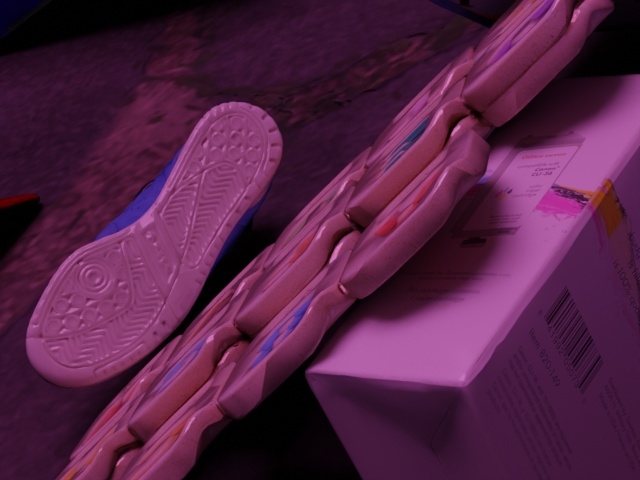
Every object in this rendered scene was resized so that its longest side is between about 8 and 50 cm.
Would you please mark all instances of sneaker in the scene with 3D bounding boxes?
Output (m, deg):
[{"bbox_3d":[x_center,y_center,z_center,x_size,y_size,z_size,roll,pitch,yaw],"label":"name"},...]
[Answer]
[{"bbox_3d":[-0.074,0.011,0.886,0.152,0.058,0.084,-55,-3,-20],"label":"sneaker"}]

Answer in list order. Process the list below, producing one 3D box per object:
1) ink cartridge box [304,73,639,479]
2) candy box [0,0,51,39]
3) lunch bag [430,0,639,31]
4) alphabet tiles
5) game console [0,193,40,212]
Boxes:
[{"bbox_3d":[0.091,0.023,0.673,0.067,0.115,0.198,1,39,42],"label":"ink cartridge box"},{"bbox_3d":[-0.118,-0.291,1.285,0.268,0.122,0.317,-27,23,43],"label":"candy box"},{"bbox_3d":[0.171,-0.167,0.786,0.303,0.243,0.115,-11,78,26],"label":"lunch bag"},{"bbox_3d":[0.000,0.000,0.741,0.284,0.021,0.278,-44,6,16],"label":"alphabet tiles"},{"bbox_3d":[-0.229,0.029,1.041,0.144,0.085,0.124,-11,64,29],"label":"game console"}]
